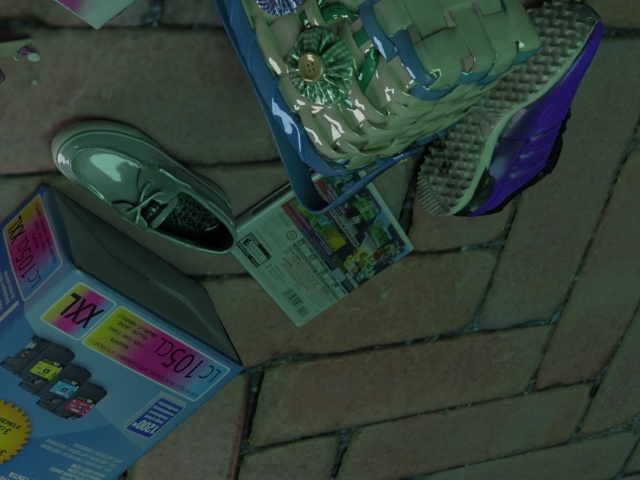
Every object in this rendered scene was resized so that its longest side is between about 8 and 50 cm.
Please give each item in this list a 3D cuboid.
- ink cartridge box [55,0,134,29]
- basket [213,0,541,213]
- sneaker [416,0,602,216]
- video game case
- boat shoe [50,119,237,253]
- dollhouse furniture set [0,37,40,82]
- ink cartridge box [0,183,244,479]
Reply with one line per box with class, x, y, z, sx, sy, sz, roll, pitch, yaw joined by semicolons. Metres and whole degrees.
ink cartridge box;-0.089;-0.295;0.703;0.324;0.071;0.330;-35;165;9
basket;0.015;-0.176;0.790;0.201;0.255;0.289;-23;177;-30
sneaker;0.243;-0.144;1.121;0.146;0.102;0.293;10;127;-39
video game case;0.000;0.000;1.160;0.183;0.023;0.201;-34;134;3
boat shoe;-0.170;-0.049;0.985;0.227;0.081;0.079;28;111;-41
dollhouse furniture set;-0.317;-0.162;0.863;0.114;0.091;0.081;-29;-178;29
ink cartridge box;-0.325;0.169;1.046;0.395;0.151;0.270;-40;135;11
